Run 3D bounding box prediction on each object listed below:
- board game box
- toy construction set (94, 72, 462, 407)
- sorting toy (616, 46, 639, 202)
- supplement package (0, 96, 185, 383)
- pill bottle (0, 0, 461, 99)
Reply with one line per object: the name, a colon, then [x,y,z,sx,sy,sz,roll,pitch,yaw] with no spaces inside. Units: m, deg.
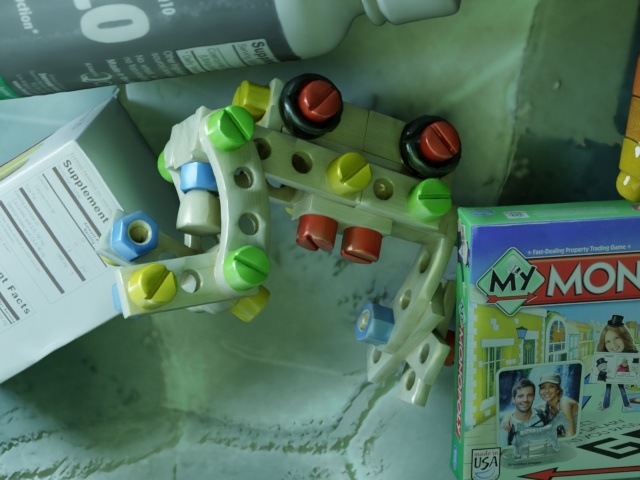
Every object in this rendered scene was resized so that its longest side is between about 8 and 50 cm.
board game box: [0.258,0.074,1.454,0.317,0.046,0.213,-3,110,-9]
toy construction set: [0.000,0.000,1.420,0.328,0.215,0.151,24,156,-35]
sorting toy: [0.353,-0.017,1.355,0.365,0.127,0.126,34,93,18]
supplement package: [-0.236,0.016,1.501,0.244,0.139,0.134,-30,103,15]
pill bottle: [-0.090,-0.220,1.368,0.361,0.204,0.204,-8,107,10]
